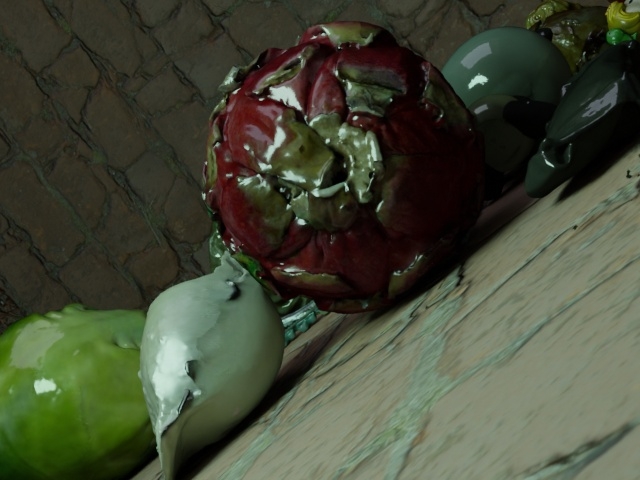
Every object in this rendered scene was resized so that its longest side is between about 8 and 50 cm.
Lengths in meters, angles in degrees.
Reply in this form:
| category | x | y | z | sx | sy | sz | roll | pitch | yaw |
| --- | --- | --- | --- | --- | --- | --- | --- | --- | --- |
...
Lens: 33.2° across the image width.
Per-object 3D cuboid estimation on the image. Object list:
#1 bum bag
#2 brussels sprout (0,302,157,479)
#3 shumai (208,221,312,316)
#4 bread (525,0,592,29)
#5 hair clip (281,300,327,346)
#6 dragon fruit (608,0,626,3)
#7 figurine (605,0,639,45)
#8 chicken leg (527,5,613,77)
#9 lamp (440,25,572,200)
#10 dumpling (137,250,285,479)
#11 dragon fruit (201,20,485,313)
| category | x | y | z | sx | sy | sz | roll | pitch | yaw |
| --- | --- | --- | --- | --- | --- | --- | --- | --- | --- |
| bum bag | 0.285 | -0.133 | 1.089 | 0.142 | 0.079 | 0.326 | -46 | 2 | 31 |
| brussels sprout | -0.351 | 0.227 | 1.544 | 0.344 | 0.268 | 0.344 | -30 | -7 | -4 |
| shumai | 0.000 | 0.000 | 1.785 | 0.288 | 0.292 | 0.330 | 20 | 61 | 42 |
| bread | 0.463 | -0.388 | 1.979 | 0.098 | 0.087 | 0.269 | -39 | -20 | 34 |
| hair clip | -0.034 | 0.114 | 1.559 | 0.173 | 0.049 | 0.049 | -33 | 3 | 9 |
| dragon fruit | 0.553 | -0.491 | 1.789 | 0.241 | 0.241 | 0.252 | -40 | 32 | -16 |
| figurine | 0.485 | -0.321 | 1.620 | 0.094 | 0.115 | 0.156 | 5 | 54 | 36 |
| chicken leg | 0.352 | -0.272 | 1.796 | 0.361 | 0.140 | 0.211 | -35 | 11 | -3 |
| lamp | 0.238 | -0.173 | 1.402 | 0.197 | 0.198 | 0.244 | -38 | 20 | 26 |
| dumpling | -0.138 | 0.155 | 1.218 | 0.243 | 0.175 | 0.227 | -34 | -29 | -32 |
| dragon fruit | 0.024 | -0.075 | 1.177 | 0.329 | 0.329 | 0.329 | -39 | 3 | 2 |
